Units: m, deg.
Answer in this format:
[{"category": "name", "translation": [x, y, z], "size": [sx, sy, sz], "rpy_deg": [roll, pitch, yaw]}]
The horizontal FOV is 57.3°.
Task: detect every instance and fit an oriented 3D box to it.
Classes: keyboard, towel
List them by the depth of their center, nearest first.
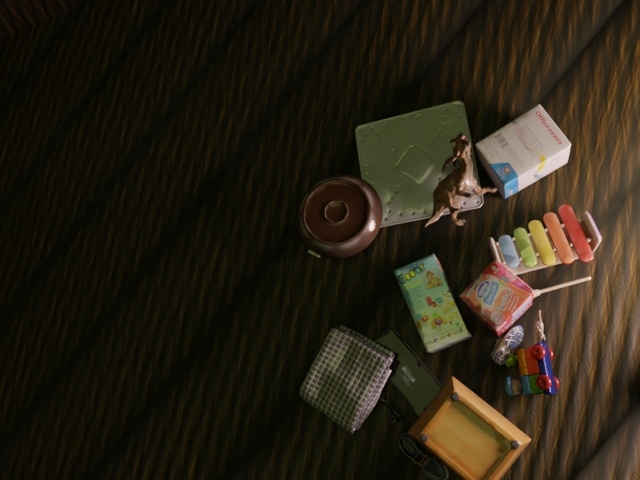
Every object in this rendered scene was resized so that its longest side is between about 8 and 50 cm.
[{"category": "towel", "translation": [0.084, 0.440, 1.899], "size": [0.235, 0.121, 0.283], "rpy_deg": [27, 93, 30]}, {"category": "keyboard", "translation": [0.258, 0.461, 1.907], "size": [0.201, 0.033, 0.317], "rpy_deg": [-41, 67, 4]}]

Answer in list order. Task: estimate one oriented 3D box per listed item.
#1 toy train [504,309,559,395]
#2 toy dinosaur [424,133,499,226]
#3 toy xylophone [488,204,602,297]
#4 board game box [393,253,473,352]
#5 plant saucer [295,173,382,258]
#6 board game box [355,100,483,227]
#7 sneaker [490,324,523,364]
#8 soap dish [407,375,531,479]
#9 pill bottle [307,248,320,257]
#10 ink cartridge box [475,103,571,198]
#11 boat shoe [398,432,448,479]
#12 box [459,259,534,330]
[{"category": "toy train", "translation": [0.623, 0.347, 1.782], "size": [0.143, 0.105, 0.247], "rpy_deg": [-17, 67, 32]}, {"category": "toy dinosaur", "translation": [0.427, -0.177, 1.899], "size": [0.295, 0.127, 0.200], "rpy_deg": [-51, 56, 20]}, {"category": "toy xylophone", "translation": [0.698, 0.037, 1.799], "size": [0.323, 0.081, 0.236], "rpy_deg": [-24, 56, 8]}, {"category": "board game box", "translation": [0.360, 0.204, 1.869], "size": [0.144, 0.142, 0.275], "rpy_deg": [-24, 71, 13]}, {"category": "plant saucer", "translation": [0.057, -0.093, 2.029], "size": [0.311, 0.050, 0.310], "rpy_deg": [-4, 74, 13]}, {"category": "board game box", "translation": [0.335, -0.257, 2.035], "size": [0.390, 0.050, 0.389], "rpy_deg": [-11, 75, 17]}, {"category": "sneaker", "translation": [0.562, 0.310, 1.788], "size": [0.052, 0.058, 0.135], "rpy_deg": [35, 94, -17]}, {"category": "soap dish", "translation": [0.441, 0.589, 1.751], "size": [0.291, 0.118, 0.229], "rpy_deg": [38, 91, 15]}, {"category": "pill bottle", "translation": [0.000, 0.000, 2.082], "size": [0.065, 0.065, 0.116], "rpy_deg": [23, 85, 22]}, {"category": "ink cartridge box", "translation": [0.644, -0.278, 1.870], "size": [0.233, 0.168, 0.171], "rpy_deg": [-31, 70, 10]}, {"category": "boat shoe", "translation": [0.313, 0.675, 1.808], "size": [0.183, 0.083, 0.065], "rpy_deg": [40, 92, 22]}, {"category": "box", "translation": [0.525, 0.177, 1.734], "size": [0.154, 0.300, 0.142], "rpy_deg": [-46, 68, 5]}]
